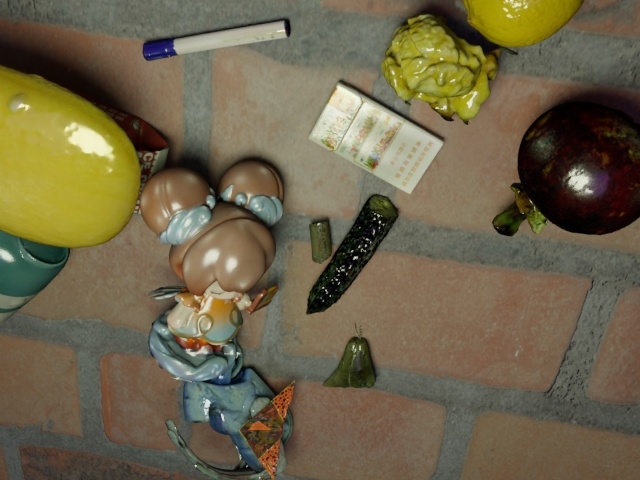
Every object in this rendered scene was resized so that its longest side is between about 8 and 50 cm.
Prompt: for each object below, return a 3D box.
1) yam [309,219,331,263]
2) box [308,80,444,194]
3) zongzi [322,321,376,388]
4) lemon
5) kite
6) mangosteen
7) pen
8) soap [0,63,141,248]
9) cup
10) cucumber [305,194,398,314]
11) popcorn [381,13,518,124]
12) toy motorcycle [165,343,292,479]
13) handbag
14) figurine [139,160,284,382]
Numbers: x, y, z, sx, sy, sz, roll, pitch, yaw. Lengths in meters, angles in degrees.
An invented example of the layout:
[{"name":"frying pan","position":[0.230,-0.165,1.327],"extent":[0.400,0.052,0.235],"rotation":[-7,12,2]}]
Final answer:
[{"name":"yam","position":[0.000,0.000,1.196],"extent":[0.043,0.043,0.094],"rotation":[-3,115,9]},{"name":"box","position":[0.102,-0.188,1.093],"extent":[0.220,0.032,0.122],"rotation":[28,117,-7]},{"name":"zongzi","position":[0.047,0.260,1.318],"extent":[0.130,0.062,0.154],"rotation":[-7,110,24]},{"name":"lemon","position":[0.310,-0.388,0.887],"extent":[0.203,0.178,0.178],"rotation":[-33,108,19]},{"name":"kite","position":[-0.125,0.407,1.271],"extent":[0.125,0.008,0.223],"rotation":[14,85,-36]},{"name":"mangosteen","position":[0.412,-0.092,0.996],"extent":[0.231,0.231,0.289],"rotation":[35,121,-10]},{"name":"pen","position":[-0.185,-0.353,1.047],"extent":[0.268,0.033,0.033],"rotation":[-6,116,10]},{"name":"soap","position":[-0.510,-0.141,0.981],"extent":[0.427,0.115,0.306],"rotation":[22,118,-12]},{"name":"cup","position":[-0.667,0.004,1.204],"extent":[0.257,0.219,0.290],"rotation":[-34,76,21]},{"name":"cucumber","position":[0.054,0.042,1.195],"extent":[0.072,0.072,0.300],"rotation":[29,116,-8]},{"name":"popcorn","position":[0.201,-0.280,0.960],"extent":[0.195,0.168,0.174],"rotation":[29,96,-14]},{"name":"toy motorcycle","position":[-0.190,0.394,1.312],"extent":[0.181,0.241,0.319],"rotation":[-27,109,26]},{"name":"handbag","position":[-0.438,-0.165,1.119],"extent":[0.298,0.151,0.171],"rotation":[23,120,-11]},{"name":"figurine","position":[-0.203,0.055,1.131],"extent":[0.248,0.276,0.388],"rotation":[51,135,27]}]
